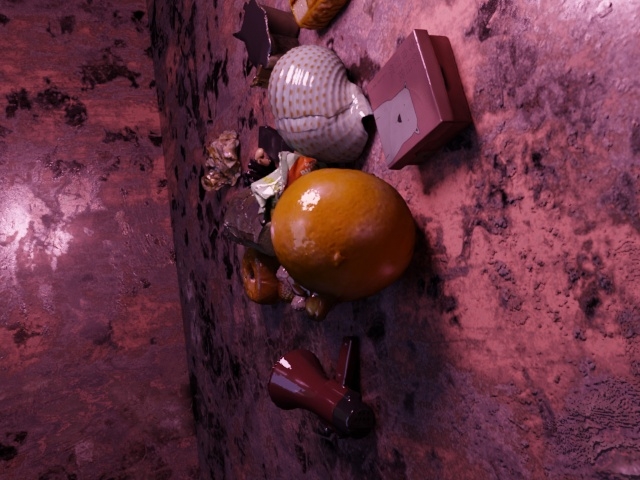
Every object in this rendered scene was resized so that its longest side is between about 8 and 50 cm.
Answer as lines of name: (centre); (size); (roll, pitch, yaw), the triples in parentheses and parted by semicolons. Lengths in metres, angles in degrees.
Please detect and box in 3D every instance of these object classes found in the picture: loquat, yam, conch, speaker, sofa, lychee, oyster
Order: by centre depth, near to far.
loquat: (0.039, 0.008, 1.344); (0.328, 0.328, 0.359); (-19, 48, 64)
conch: (-0.018, -0.338, 1.563); (0.319, 0.215, 0.303); (-126, 29, -48)
speaker: (0.034, 0.409, 1.726); (0.329, 0.198, 0.259); (8, 62, 49)
sofa: (-0.114, -0.568, 1.745); (0.182, 0.200, 0.258); (-48, 50, 42)
lychee: (-0.078, 0.146, 1.877); (0.146, 0.114, 0.114); (14, 108, 48)
yam: (-0.172, -0.058, 1.928); (0.271, 0.202, 0.201); (37, 127, 54)
speaker: (-0.151, -0.324, 2.015); (0.218, 0.044, 0.082); (41, 130, 55)
oyster: (-0.405, -0.330, 2.456); (0.351, 0.115, 0.238); (-1, 94, 64)

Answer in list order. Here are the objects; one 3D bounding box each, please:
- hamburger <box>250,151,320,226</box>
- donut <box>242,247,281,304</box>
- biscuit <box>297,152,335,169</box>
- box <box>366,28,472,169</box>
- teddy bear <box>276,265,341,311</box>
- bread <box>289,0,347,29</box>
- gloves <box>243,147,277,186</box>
hamburger: (-0.088, -0.098, 1.592); (0.260, 0.150, 0.276); (-27, -53, -72)
donut: (-0.198, 0.118, 2.122); (0.226, 0.114, 0.226); (173, 90, -66)
biscuit: (-0.028, -0.262, 1.783); (0.322, 0.038, 0.099); (-123, 33, -42)
box: (0.200, -0.287, 1.253); (0.215, 0.086, 0.215); (-40, 59, 59)
teddy bear: (-0.005, 0.095, 1.668); (0.236, 0.151, 0.267); (-61, 22, -4)
bread: (-0.005, -0.675, 1.594); (0.222, 0.096, 0.181); (-23, 77, 63)
gloves: (-0.190, -0.227, 2.024); (0.180, 0.106, 0.129); (125, 169, -75)
